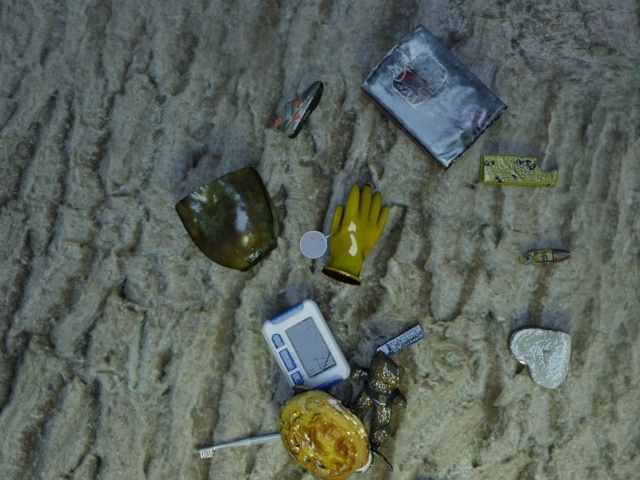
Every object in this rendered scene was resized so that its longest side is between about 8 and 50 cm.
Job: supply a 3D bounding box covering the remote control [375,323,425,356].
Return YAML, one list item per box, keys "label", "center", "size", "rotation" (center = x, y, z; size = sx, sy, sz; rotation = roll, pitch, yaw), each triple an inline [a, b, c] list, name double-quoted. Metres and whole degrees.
- label: "remote control"
  center: [0.227, 0.296, 1.704]
  size: [0.152, 0.027, 0.044]
  rotation: [-27, 79, -3]

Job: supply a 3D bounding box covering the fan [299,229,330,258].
- label: "fan"
  center: [0.000, 0.000, 1.745]
  size: [0.133, 0.005, 0.085]
  rotation: [-29, 84, -1]

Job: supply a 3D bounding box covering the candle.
- label: "candle"
  center: [0.634, 0.313, 1.671]
  size: [0.168, 0.068, 0.192]
  rotation: [-37, 87, 1]

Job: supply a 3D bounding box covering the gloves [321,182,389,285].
- label: "gloves"
  center: [0.107, -0.027, 1.710]
  size: [0.133, 0.116, 0.295]
  rotation: [26, 76, -27]

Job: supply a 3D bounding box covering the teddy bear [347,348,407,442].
- label: "teddy bear"
  center: [0.159, 0.420, 1.639]
  size: [0.181, 0.129, 0.251]
  rotation: [25, 115, 16]

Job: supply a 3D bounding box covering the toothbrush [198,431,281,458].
- label: "toothbrush"
  center: [-0.183, 0.577, 1.687]
  size: [0.342, 0.025, 0.030]
  rotation: [-12, 91, 0]

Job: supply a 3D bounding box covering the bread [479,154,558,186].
- label: "bread"
  center: [0.585, -0.205, 1.729]
  size: [0.226, 0.049, 0.088]
  rotation: [2, 85, 1]

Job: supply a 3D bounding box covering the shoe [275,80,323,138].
- label: "shoe"
  center: [-0.064, -0.400, 1.753]
  size: [0.077, 0.074, 0.194]
  rotation: [31, 88, 9]

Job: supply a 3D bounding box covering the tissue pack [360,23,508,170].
- label: "tissue pack"
  center: [0.324, -0.413, 1.720]
  size: [0.259, 0.122, 0.361]
  rotation: [-44, 87, 0]

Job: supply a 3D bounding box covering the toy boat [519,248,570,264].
- label: "toy boat"
  center: [0.649, 0.047, 1.704]
  size: [0.149, 0.049, 0.047]
  rotation: [-6, 85, 1]

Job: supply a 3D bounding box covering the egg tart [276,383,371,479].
- label: "egg tart"
  center: [0.014, 0.503, 1.594]
  size: [0.297, 0.132, 0.297]
  rotation: [12, 120, 22]

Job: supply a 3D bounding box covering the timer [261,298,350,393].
- label: "timer"
  center: [-0.042, 0.310, 1.683]
  size: [0.178, 0.078, 0.254]
  rotation: [-27, 86, -4]

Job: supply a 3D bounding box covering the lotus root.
- label: "lotus root"
  center: [-0.255, -0.041, 1.688]
  size: [0.267, 0.149, 0.260]
  rotation: [-26, 84, 2]

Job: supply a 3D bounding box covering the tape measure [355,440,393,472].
- label: "tape measure"
  center: [0.117, 0.602, 1.610]
  size: [0.104, 0.180, 0.107]
  rotation: [29, 85, -13]
